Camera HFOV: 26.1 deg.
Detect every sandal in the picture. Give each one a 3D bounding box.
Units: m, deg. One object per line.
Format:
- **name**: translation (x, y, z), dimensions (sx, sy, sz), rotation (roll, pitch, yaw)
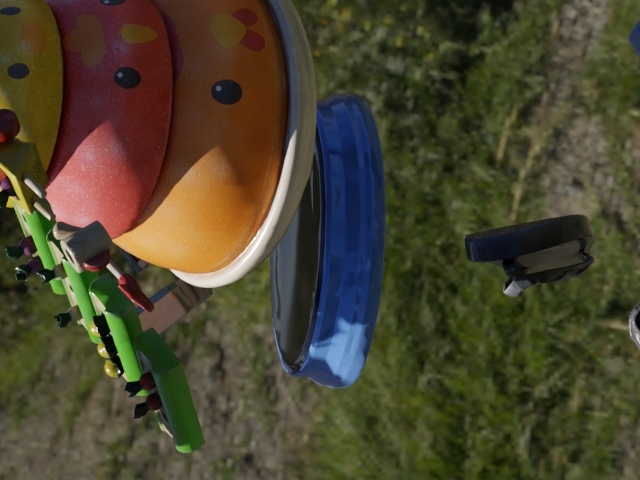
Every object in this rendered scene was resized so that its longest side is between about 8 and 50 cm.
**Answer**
- **sandal**: translation (0.189, 0.018, 1.154), dimensions (0.097, 0.254, 0.054), rotation (-12, 81, 20)

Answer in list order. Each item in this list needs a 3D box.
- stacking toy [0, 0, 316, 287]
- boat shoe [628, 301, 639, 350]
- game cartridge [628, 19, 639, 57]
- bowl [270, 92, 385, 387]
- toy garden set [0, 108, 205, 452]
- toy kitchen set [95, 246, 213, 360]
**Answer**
- **stacking toy**: translation (-0.275, -0.129, 1.358), dimensions (0.350, 0.480, 0.350), rotation (-3, 86, 55)
- **boat shoe**: translation (0.348, 0.128, 1.206), dimensions (0.075, 0.065, 0.206), rotation (-48, 68, 12)
- **game cartridge**: translation (0.341, -0.203, 1.367), dimensions (0.056, 0.017, 0.083), rotation (62, 149, 10)
- **bowl**: translation (0.000, 0.000, 1.832), dimensions (0.391, 0.077, 0.391), rotation (-178, 90, -78)
- **toy garden set**: translation (-0.188, 0.032, 1.052), dimensions (0.244, 0.049, 0.204), rotation (45, 157, 35)
- **toy kitchen set**: translation (-0.249, 0.050, 1.807), dimensions (0.122, 0.166, 0.207), rotation (-37, 1, 8)
